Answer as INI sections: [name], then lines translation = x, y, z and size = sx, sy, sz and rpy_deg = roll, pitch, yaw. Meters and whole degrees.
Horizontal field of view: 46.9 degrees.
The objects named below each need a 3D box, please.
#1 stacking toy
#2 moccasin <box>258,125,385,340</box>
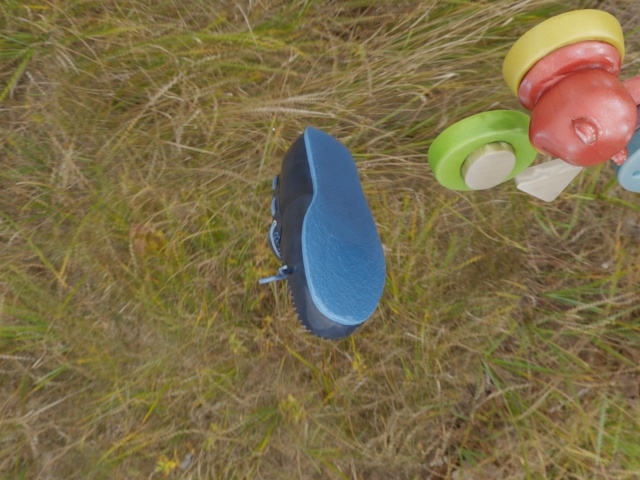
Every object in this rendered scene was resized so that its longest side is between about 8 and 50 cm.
[stacking toy]
translation = 0.291, -0.088, 0.830
size = 0.309, 0.279, 0.130
rpy_deg = 8, 57, -33
[moccasin]
translation = 0.000, 0.000, 0.910
size = 0.138, 0.341, 0.117
rpy_deg = 30, 123, -22
